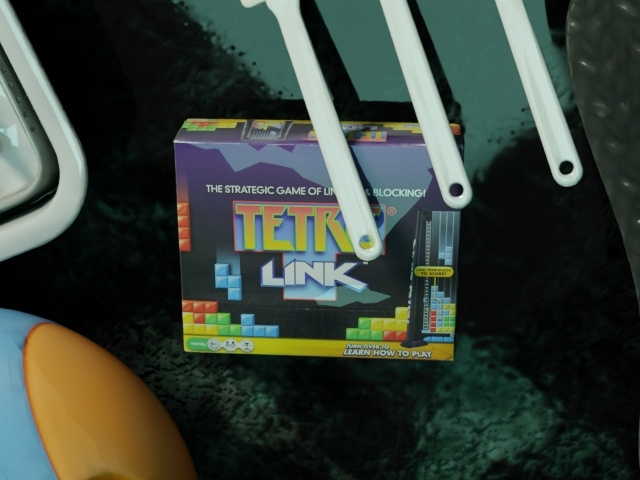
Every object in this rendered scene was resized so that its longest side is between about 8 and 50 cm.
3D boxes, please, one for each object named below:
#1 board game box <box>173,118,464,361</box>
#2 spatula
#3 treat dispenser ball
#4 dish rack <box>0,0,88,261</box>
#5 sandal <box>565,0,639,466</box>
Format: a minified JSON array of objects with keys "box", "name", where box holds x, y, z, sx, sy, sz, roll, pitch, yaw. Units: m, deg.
[{"box":[0.000,0.000,0.729,0.170,0.048,0.141,1,114,4],"name":"board game box"},{"box":[0.047,-0.123,0.660,0.168,0.019,0.242,-20,94,7],"name":"spatula"},{"box":[-0.209,0.181,0.692,0.288,0.288,0.288,2,113,4],"name":"treat dispenser ball"},{"box":[-0.308,-0.121,0.691,0.285,0.072,0.333,-20,110,12],"name":"dish rack"},{"box":[0.259,0.036,0.671,0.167,0.107,0.446,6,120,45],"name":"sandal"}]
